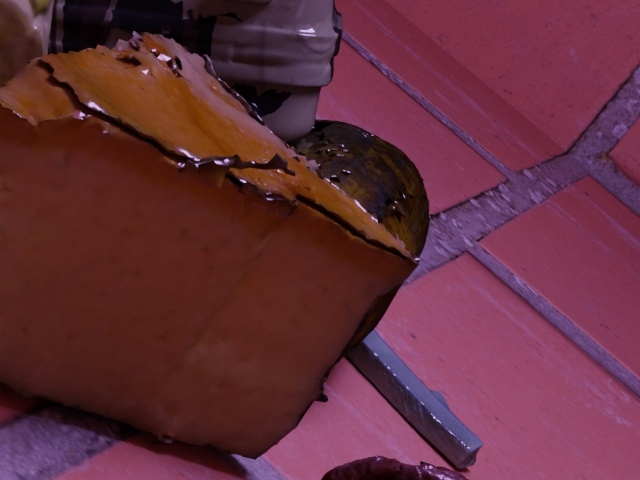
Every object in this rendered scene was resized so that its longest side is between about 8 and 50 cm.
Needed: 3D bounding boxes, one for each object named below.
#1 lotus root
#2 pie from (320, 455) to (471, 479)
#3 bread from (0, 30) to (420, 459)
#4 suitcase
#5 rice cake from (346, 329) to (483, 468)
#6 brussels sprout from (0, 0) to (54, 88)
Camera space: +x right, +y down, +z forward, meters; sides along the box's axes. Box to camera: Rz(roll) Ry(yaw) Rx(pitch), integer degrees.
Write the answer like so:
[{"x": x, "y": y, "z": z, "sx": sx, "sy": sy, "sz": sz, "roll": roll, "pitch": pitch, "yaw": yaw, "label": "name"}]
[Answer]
[{"x": 0.000, "y": 0.000, "z": 1.666, "sx": 0.179, "sy": 0.196, "sz": 0.397, "roll": 47, "pitch": 13, "yaw": -4, "label": "lotus root"}, {"x": 0.068, "y": 0.204, "z": 1.366, "sx": 0.154, "sy": 0.154, "sz": 0.036, "roll": 35, "pitch": 49, "yaw": -13, "label": "pie"}, {"x": -0.106, "y": 0.027, "z": 1.280, "sx": 0.279, "sy": 0.248, "sz": 0.315, "roll": 37, "pitch": 20, "yaw": 2, "label": "bread"}, {"x": -0.155, "y": -0.203, "z": 1.682, "sx": 0.351, "sy": 0.194, "sz": 0.339, "roll": 7, "pitch": 11, "yaw": 0, "label": "suitcase"}, {"x": 0.080, "y": 0.137, "z": 1.750, "sx": 0.180, "sy": 0.030, "sz": 0.042, "roll": 46, "pitch": 31, "yaw": 22, "label": "rice cake"}, {"x": -0.330, "y": -0.218, "z": 1.418, "sx": 0.294, "sy": 0.259, "sz": 0.227, "roll": 45, "pitch": 17, "yaw": 20, "label": "brussels sprout"}]
